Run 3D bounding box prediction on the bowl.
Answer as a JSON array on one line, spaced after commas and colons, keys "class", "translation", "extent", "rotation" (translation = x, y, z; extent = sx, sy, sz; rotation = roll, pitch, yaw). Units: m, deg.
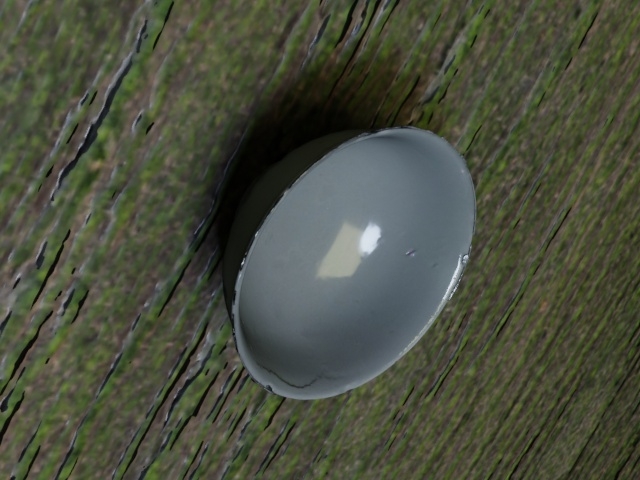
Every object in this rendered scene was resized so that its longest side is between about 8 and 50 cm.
[{"class": "bowl", "translation": [0.000, 0.000, 0.810], "extent": [0.189, 0.086, 0.189], "rotation": [-22, 129, -31]}]
